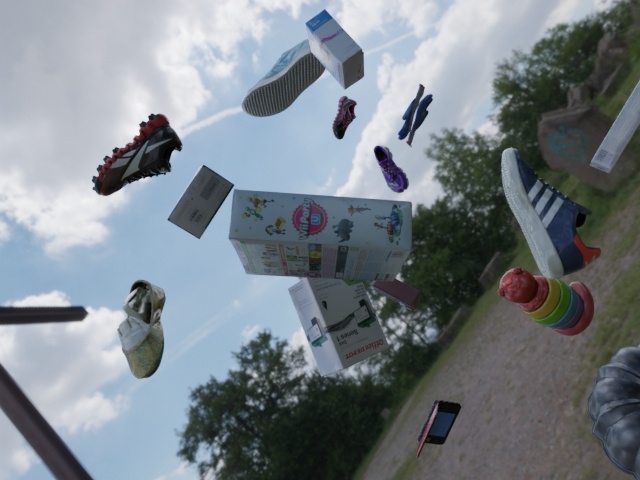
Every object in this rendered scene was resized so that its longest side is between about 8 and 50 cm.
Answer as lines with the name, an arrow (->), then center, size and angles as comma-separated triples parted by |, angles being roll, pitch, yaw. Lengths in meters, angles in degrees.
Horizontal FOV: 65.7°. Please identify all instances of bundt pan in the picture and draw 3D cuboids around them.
bundt pan -> 0.717, 0.335, 0.992 | 0.331, 0.330, 0.124 | -47, -46, -16

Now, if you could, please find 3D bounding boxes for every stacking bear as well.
stacking bear -> 0.689, 0.176, 1.552 | 0.176, 0.288, 0.164 | -58, 17, 24

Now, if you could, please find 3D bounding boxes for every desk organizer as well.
desk organizer -> 0.211, 0.140, 1.364 | 0.050, 0.130, 0.047 | -55, -32, -12

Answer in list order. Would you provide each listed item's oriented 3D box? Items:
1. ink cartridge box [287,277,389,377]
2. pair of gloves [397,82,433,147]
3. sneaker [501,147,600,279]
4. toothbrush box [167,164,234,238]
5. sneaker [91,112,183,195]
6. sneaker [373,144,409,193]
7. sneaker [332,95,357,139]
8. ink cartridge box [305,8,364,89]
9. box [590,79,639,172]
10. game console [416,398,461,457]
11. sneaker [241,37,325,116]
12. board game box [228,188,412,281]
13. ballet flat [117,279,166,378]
ink cartridge box -> 0.043, 0.182, 1.148 | 0.160, 0.220, 0.092 | -14, -15, -40
pair of gloves -> 0.265, -0.343, 1.373 | 0.160, 0.023, 0.198 | -68, -19, 8
sneaker -> 0.558, -0.084, 1.206 | 0.148, 0.351, 0.131 | -19, -21, 10
toothbrush box -> -0.418, -0.141, 1.719 | 0.217, 0.126, 0.295 | -58, 18, -3
sneaker -> -0.479, -0.204, 1.320 | 0.276, 0.135, 0.097 | -46, 3, -5
sneaker -> 0.208, -0.219, 1.527 | 0.068, 0.170, 0.071 | -36, -14, 20
sneaker -> 0.070, -0.335, 1.366 | 0.047, 0.057, 0.120 | -12, -60, -51
ink cartridge box -> 0.029, -0.369, 0.964 | 0.052, 0.122, 0.088 | -37, -17, -4
box -> 0.915, -0.357, 1.465 | 0.324, 0.067, 0.063 | -63, -24, 8
game console -> 0.327, 0.524, 1.365 | 0.085, 0.124, 0.144 | -119, 45, -66
sneaker -> -0.125, -0.567, 1.728 | 0.365, 0.150, 0.135 | -25, -44, 28
board game box -> 0.000, 0.000, 0.917 | 0.224, 0.302, 0.098 | 93, 180, -70
ballet flat -> -0.493, 0.226, 1.350 | 0.123, 0.123, 0.349 | -58, 26, 21
